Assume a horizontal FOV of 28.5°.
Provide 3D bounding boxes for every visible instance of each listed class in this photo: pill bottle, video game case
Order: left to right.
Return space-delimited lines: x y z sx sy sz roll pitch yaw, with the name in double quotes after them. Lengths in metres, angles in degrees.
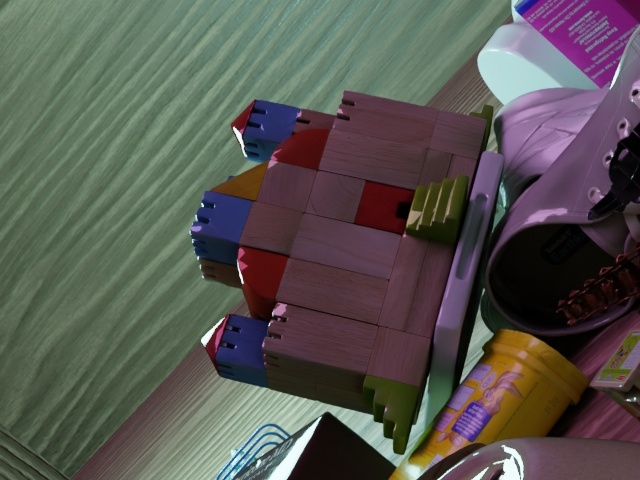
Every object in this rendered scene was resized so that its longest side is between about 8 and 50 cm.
0.138 0.061 1.225 0.227 0.026 0.206 90 -164 -54 "video game case"
0.373 -0.315 1.588 0.363 0.210 0.210 -50 8 -11 "pill bottle"

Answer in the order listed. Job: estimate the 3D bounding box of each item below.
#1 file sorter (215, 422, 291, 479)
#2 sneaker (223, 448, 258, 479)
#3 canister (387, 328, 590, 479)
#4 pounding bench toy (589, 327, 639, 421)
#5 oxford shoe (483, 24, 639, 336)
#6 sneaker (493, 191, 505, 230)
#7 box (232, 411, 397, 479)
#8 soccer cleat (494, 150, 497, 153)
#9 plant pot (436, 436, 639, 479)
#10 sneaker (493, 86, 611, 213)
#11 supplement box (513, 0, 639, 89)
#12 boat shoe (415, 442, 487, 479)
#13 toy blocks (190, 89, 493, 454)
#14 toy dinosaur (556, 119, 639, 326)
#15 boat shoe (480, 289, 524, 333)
-0.054 0.294 1.440 0.118 0.104 0.170 -48 7 3 "file sorter"
-0.107 0.344 1.731 0.166 0.065 0.076 -132 67 -86 "sneaker"
0.140 0.165 1.080 0.170 0.073 0.126 -52 8 -7 "canister"
0.238 0.099 0.858 0.052 0.065 0.083 -51 7 -13 "pounding bench toy"
0.286 -0.068 1.058 0.449 0.169 0.130 -53 1 36 "oxford shoe"
0.263 -0.074 1.608 0.118 0.083 0.222 -35 3 -6 "sneaker"
-0.068 0.352 1.113 0.191 0.143 0.381 -42 9 45 "box"
0.215 -0.045 1.751 0.196 0.068 0.076 -47 23 28 "soccer cleat"
0.119 0.201 0.574 0.284 0.191 0.284 -49 8 9 "plant pot"
0.304 -0.090 1.205 0.305 0.114 0.152 -16 53 38 "sneaker"
0.336 -0.230 1.345 0.111 0.220 0.114 -55 11 -33 "supplement box"
0.100 0.247 0.831 0.109 0.098 0.302 -33 11 18 "boat shoe"
0.000 0.000 1.208 0.191 0.261 0.381 85 -160 -61 "toy blocks"
0.305 -0.019 0.881 0.218 0.164 0.322 -10 -44 -53 "toy dinosaur"
0.247 0.002 1.292 0.227 0.079 0.081 -58 17 -17 "boat shoe"
